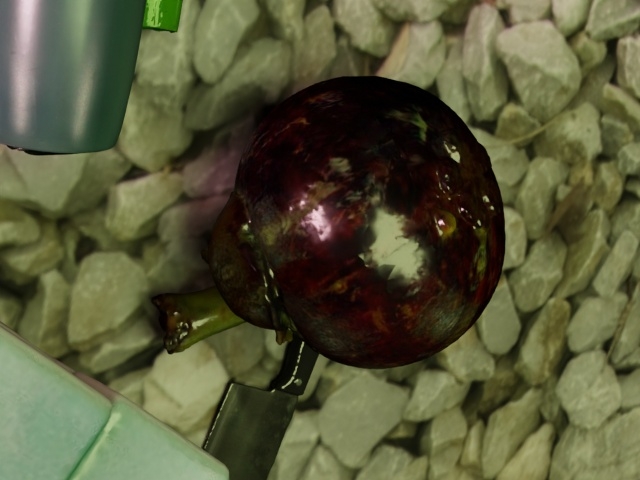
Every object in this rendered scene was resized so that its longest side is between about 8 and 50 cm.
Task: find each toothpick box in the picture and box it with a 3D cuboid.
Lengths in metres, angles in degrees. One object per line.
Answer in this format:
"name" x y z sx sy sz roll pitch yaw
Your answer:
"toothpick box" -0.180 -0.153 1.147 0.120 0.120 0.184 -3 107 -34

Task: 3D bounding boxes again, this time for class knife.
"knife" -0.054 0.149 1.374 0.072 0.019 0.245 20 93 -35

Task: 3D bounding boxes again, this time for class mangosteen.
"mangosteen" 0.000 0.000 1.281 0.289 0.231 0.231 -22 122 18

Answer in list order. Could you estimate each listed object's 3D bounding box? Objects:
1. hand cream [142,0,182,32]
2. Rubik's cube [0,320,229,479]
"hand cream" -0.116 -0.291 1.203 0.079 0.050 0.275 -3 100 -60
"Rubik's cube" -0.311 0.161 1.017 0.316 0.319 0.322 38 79 -34
